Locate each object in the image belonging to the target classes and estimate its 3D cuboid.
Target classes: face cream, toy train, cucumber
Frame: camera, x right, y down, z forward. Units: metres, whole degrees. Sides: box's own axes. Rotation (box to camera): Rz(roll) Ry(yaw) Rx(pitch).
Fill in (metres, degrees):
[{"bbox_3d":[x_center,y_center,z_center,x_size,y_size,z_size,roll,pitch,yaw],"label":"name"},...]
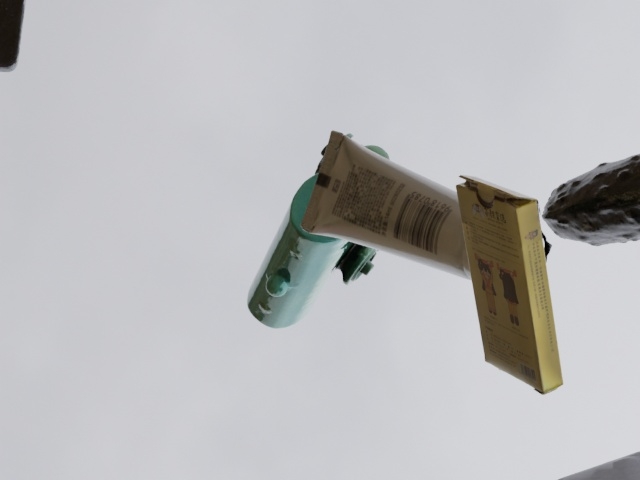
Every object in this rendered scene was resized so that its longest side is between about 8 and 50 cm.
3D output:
[{"bbox_3d":[0.077,-0.017,1.330,0.244,0.058,0.092,24,-81,43],"label":"face cream"},{"bbox_3d":[0.000,0.000,1.610,0.159,0.101,0.248,-46,171,-28],"label":"toy train"},{"bbox_3d":[0.282,-0.041,1.228,0.303,0.081,0.072,-15,-83,45],"label":"cucumber"}]

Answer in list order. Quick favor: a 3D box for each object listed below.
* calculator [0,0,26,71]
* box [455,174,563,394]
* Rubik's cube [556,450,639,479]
[{"bbox_3d":[-0.351,-0.281,1.536,0.021,0.161,0.261,102,-7,-73],"label":"calculator"},{"bbox_3d":[0.130,0.028,1.112,0.073,0.020,0.149,29,-45,57],"label":"box"},{"bbox_3d":[0.243,0.389,1.206,0.345,0.337,0.343,-21,-163,7],"label":"Rubik's cube"}]
